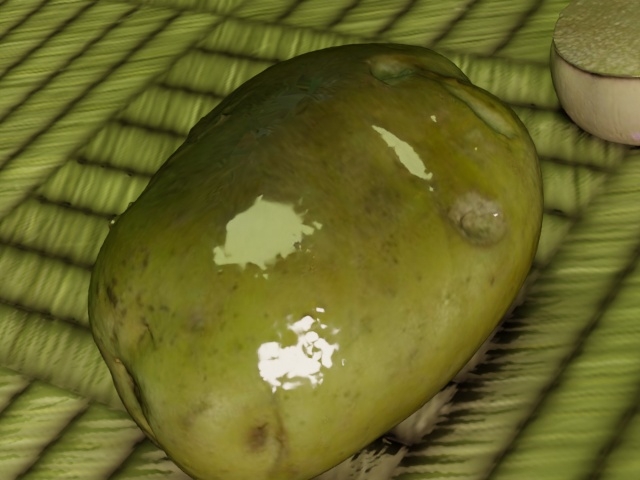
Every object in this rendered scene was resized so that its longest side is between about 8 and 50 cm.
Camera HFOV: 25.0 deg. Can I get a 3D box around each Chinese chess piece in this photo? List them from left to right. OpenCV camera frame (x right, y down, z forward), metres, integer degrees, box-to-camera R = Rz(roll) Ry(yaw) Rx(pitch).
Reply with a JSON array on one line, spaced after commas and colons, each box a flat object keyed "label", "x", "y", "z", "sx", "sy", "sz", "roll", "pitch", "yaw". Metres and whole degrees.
[{"label": "Chinese chess piece", "x": 0.189, "y": -0.103, "z": 0.803, "sx": 0.122, "sy": 0.051, "sz": 0.122, "roll": -12, "pitch": 38, "yaw": 9}]

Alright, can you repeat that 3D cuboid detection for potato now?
[{"label": "potato", "x": -0.002, "y": 0.000, "z": 0.667, "sx": 0.228, "sy": 0.148, "sz": 0.197, "roll": -32, "pitch": 25, "yaw": -15}]
